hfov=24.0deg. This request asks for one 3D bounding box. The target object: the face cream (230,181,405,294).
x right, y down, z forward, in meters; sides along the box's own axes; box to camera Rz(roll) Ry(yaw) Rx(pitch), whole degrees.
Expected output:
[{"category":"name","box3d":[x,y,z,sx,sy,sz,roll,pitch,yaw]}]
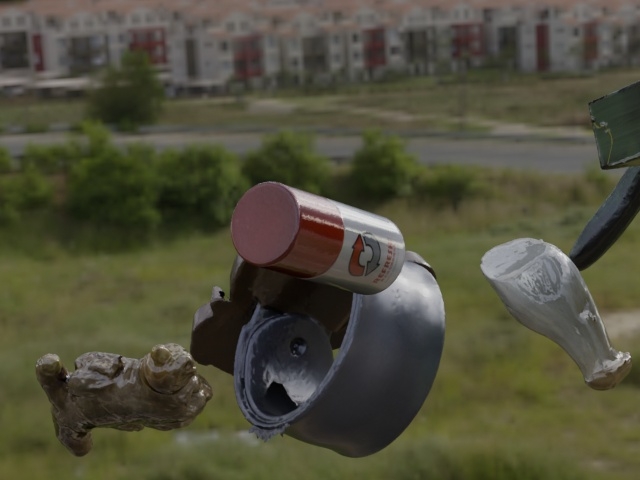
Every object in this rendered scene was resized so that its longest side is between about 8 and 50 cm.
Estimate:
[{"category":"face cream","box3d":[0.000,0.000,1.686,0.096,0.096,0.214,5,-7,35]}]

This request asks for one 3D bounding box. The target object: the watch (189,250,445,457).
[{"category":"watch","box3d":[0.006,0.145,2.041,0.314,0.335,0.327,25,26,-29]}]

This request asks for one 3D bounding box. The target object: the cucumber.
[{"category":"cucumber","box3d":[0.453,-0.061,2.236,0.056,0.284,0.056,28,20,-11]}]

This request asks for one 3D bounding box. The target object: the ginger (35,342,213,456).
[{"category":"ginger","box3d":[-0.241,0.178,1.801,0.333,0.166,0.080,-13,37,45]}]

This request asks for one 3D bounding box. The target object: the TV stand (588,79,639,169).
[{"category":"TV stand","box3d":[0.386,-0.138,1.534,0.088,0.083,0.269,-9,-4,-23]}]

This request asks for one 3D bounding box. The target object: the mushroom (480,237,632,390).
[{"category":"mushroom","box3d":[0.297,0.090,1.882,0.093,0.225,0.116,-35,8,48]}]
